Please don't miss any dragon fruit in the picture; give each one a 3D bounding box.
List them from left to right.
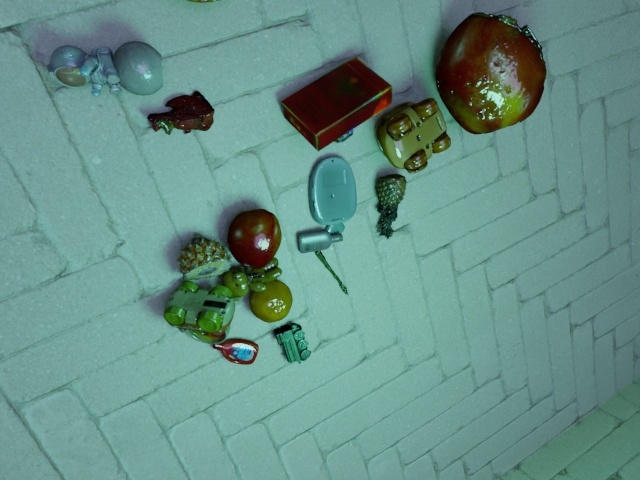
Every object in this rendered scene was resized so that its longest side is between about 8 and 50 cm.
[{"bbox_3d":[-0.417,-0.379,1.326,0.193,0.092,0.122,-14,109,-21],"label":"dragon fruit"}]

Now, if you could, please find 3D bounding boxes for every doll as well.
[{"bbox_3d":[-0.582,-0.472,1.209,0.288,0.151,0.150,-4,105,-17],"label":"doll"},{"bbox_3d":[-0.238,0.117,1.517,0.210,0.137,0.097,-26,155,-5],"label":"doll"}]

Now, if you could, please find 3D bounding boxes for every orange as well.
[{"bbox_3d":[-0.172,0.216,1.573,0.159,0.136,0.158,-5,103,-23],"label":"orange"}]

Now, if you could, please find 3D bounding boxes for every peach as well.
[{"bbox_3d":[-0.218,0.001,1.466,0.198,0.197,0.197,-6,106,-23],"label":"peach"},{"bbox_3d":[0.603,-0.597,1.596,0.354,0.339,0.415,-20,106,-19],"label":"peach"}]

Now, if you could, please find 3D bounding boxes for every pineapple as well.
[{"bbox_3d":[-0.386,0.040,1.445,0.176,0.161,0.136,-15,72,-17],"label":"pineapple"},{"bbox_3d":[0.267,-0.128,1.703,0.125,0.125,0.251,-6,111,-23],"label":"pineapple"}]

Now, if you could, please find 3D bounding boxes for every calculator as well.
[{"bbox_3d":[0.049,-0.157,1.626,0.186,0.041,0.298,-11,109,-22],"label":"calculator"}]

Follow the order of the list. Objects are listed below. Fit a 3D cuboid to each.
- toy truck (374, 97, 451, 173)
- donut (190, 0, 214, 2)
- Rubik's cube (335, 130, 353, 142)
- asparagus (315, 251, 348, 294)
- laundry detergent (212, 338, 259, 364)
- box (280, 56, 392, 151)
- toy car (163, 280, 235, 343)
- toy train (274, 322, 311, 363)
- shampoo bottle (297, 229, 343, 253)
[{"bbox_3d":[0.329,-0.384,1.600,0.288,0.212,0.204,-37,115,-15],"label":"toy truck"},{"bbox_3d":[-0.346,-0.810,1.236,0.303,0.110,0.302,-5,105,-21],"label":"donut"},{"bbox_3d":[0.066,-0.394,1.542,0.111,0.111,0.093,-35,90,-13],"label":"Rubik's cube"},{"bbox_3d":[0.047,0.125,1.713,0.232,0.022,0.023,55,35,-24],"label":"asparagus"},{"bbox_3d":[-0.312,0.399,1.609,0.166,0.049,0.097,19,99,-25],"label":"laundry detergent"},{"bbox_3d":[0.055,-0.453,1.461,0.313,0.197,0.089,-35,153,-12],"label":"box"},{"bbox_3d":[-0.394,0.264,1.475,0.236,0.145,0.235,6,131,7],"label":"toy car"},{"bbox_3d":[-0.105,0.395,1.692,0.111,0.071,0.170,-18,112,-9],"label":"toy train"},{"bbox_3d":[0.000,0.000,1.633,0.165,0.040,0.079,-10,117,-13],"label":"shampoo bottle"}]
